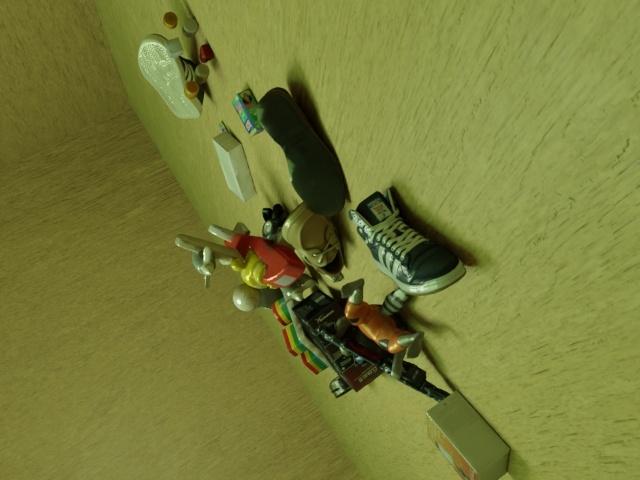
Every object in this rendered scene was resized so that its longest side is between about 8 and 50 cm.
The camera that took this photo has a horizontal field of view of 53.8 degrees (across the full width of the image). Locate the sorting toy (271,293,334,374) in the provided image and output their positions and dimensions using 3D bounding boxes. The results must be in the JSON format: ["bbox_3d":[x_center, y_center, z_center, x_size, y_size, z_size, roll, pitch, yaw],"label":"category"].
[{"bbox_3d":[-0.060,0.303,2.108,0.257,0.089,0.255,49,-168,-44],"label":"sorting toy"}]

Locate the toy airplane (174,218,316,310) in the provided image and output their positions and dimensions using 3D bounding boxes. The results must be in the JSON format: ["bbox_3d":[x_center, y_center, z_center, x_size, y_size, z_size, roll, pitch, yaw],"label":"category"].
[{"bbox_3d":[-0.215,0.077,1.918,0.386,0.272,0.384,13,173,8],"label":"toy airplane"}]

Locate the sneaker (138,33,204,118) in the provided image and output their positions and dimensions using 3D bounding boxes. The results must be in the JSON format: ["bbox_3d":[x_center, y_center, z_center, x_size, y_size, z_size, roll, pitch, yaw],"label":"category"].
[{"bbox_3d":[-0.451,-0.531,1.941,0.350,0.131,0.148,75,-160,-63],"label":"sneaker"}]

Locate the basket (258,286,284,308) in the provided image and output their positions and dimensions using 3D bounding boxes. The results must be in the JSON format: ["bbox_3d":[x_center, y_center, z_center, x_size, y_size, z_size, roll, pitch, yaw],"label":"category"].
[{"bbox_3d":[-0.237,0.131,2.522,0.204,0.154,0.226,40,152,50],"label":"basket"}]

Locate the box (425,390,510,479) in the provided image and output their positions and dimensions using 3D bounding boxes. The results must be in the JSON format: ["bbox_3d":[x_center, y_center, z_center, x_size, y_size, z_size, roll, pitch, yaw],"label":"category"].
[{"bbox_3d":[0.319,0.441,1.378,0.170,0.091,0.130,48,161,39],"label":"box"}]

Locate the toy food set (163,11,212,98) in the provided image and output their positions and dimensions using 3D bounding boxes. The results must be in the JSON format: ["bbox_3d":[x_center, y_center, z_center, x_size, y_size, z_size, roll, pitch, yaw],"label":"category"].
[{"bbox_3d":[-0.374,-0.525,1.788,0.232,0.111,0.104,69,166,-6],"label":"toy food set"}]

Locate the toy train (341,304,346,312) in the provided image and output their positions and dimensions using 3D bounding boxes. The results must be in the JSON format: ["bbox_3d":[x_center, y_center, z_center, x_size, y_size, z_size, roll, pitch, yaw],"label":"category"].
[{"bbox_3d":[0.102,0.223,1.810,0.036,0.027,0.158,56,169,-27],"label":"toy train"}]

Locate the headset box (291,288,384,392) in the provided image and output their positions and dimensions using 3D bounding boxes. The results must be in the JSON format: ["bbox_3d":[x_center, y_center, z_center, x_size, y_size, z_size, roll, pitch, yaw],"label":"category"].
[{"bbox_3d":[0.055,0.306,1.885,0.293,0.110,0.218,56,170,-13],"label":"headset box"}]

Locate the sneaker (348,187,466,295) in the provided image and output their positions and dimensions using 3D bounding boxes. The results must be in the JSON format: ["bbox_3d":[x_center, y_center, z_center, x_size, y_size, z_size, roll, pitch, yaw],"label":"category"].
[{"bbox_3d":[0.140,-0.005,1.108,0.153,0.099,0.282,63,168,-17],"label":"sneaker"}]

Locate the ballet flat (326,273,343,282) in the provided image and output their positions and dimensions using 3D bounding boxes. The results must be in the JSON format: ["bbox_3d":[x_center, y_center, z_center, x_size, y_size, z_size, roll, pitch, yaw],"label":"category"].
[{"bbox_3d":[0.018,0.074,1.773,0.114,0.041,0.041,53,164,27],"label":"ballet flat"}]

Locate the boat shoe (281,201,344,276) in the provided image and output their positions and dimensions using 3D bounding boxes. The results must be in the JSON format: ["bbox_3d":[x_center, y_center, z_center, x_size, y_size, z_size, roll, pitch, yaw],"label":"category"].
[{"bbox_3d":[0.000,0.000,1.540,0.110,0.121,0.341,42,175,20],"label":"boat shoe"}]

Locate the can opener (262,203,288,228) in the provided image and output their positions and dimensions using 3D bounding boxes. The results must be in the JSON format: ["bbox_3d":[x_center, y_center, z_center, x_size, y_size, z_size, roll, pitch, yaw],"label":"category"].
[{"bbox_3d":[-0.122,-0.050,1.978,0.073,0.059,0.186,18,154,28],"label":"can opener"}]

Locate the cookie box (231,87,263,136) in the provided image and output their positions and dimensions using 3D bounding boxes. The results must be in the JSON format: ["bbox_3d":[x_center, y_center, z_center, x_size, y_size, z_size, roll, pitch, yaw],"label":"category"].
[{"bbox_3d":[-0.187,-0.336,1.667,0.107,0.040,0.092,61,164,-6],"label":"cookie box"}]

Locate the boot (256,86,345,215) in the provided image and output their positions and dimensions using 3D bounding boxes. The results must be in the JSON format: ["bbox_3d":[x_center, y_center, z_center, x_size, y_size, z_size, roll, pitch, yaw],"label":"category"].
[{"bbox_3d":[-0.029,-0.196,1.369,0.305,0.112,0.115,61,-163,-22],"label":"boot"}]

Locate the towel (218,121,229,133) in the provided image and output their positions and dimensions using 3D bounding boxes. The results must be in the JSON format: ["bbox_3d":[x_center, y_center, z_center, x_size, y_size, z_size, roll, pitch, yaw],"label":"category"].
[{"bbox_3d":[-0.317,-0.358,2.114,0.083,0.009,0.060,63,166,-12],"label":"towel"}]

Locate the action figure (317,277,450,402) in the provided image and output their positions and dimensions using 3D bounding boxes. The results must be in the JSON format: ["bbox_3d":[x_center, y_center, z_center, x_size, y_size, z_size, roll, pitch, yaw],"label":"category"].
[{"bbox_3d":[0.173,0.217,1.424,0.341,0.178,0.330,29,166,9],"label":"action figure"}]

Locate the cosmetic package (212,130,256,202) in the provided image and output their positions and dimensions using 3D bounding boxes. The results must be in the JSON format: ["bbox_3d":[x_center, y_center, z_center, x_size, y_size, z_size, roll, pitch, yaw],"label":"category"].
[{"bbox_3d":[-0.285,-0.245,2.115,0.099,0.060,0.239,44,159,33],"label":"cosmetic package"}]

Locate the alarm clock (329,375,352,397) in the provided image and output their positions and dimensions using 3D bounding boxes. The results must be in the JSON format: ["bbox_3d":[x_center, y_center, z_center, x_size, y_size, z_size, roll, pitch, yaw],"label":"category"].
[{"bbox_3d":[0.096,0.469,2.113,0.064,0.129,0.192,56,-174,20],"label":"alarm clock"}]
